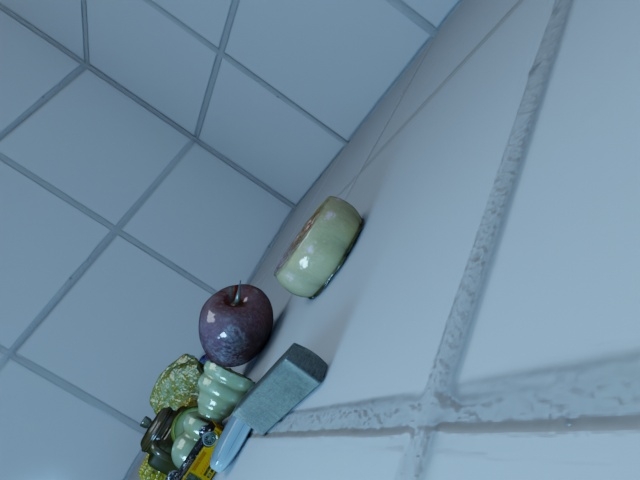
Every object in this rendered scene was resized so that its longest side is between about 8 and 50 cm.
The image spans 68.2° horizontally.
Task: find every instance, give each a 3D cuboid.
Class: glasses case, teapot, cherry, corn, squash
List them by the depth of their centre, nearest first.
[{"bbox_3d":[-0.071,0.251,0.791,0.205,0.070,0.047,-51,5,36],"label":"glasses case"},{"bbox_3d":[-0.162,0.370,0.943,0.179,0.045,0.067,-60,8,-22],"label":"glasses case"},{"bbox_3d":[-0.335,0.493,1.239,0.123,0.123,0.186,-60,10,-28],"label":"squash"},{"bbox_3d":[-0.243,0.241,1.370,0.236,0.212,0.286,-21,-48,-50],"label":"cherry"},{"bbox_3d":[-0.452,0.580,1.396,0.186,0.175,0.267,-60,8,-8],"label":"teapot"},{"bbox_3d":[-0.481,0.650,1.543,0.292,0.101,0.101,-59,8,-23],"label":"corn"}]

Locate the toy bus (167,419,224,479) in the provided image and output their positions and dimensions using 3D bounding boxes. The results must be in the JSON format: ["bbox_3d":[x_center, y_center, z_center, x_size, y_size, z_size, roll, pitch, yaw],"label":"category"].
[{"bbox_3d":[-0.253,0.469,0.995,0.162,0.074,0.069,-56,15,-18],"label":"toy bus"}]

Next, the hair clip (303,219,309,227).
[{"bbox_3d":[0.010,0.002,1.462,0.123,0.102,0.138,-51,42,45],"label":"hair clip"}]

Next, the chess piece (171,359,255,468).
[{"bbox_3d":[-0.264,0.422,1.120,0.244,0.133,0.133,-65,10,-16],"label":"chess piece"}]

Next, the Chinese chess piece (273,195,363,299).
[{"bbox_3d":[-0.005,0.017,1.198,0.270,0.112,0.270,-54,7,10],"label":"Chinese chess piece"}]

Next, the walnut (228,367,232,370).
[{"bbox_3d":[-0.265,0.417,1.353,0.091,0.052,0.121,-61,7,-23],"label":"walnut"}]

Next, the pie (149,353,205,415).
[{"bbox_3d":[-0.499,0.542,1.718,0.274,0.105,0.257,5,61,34],"label":"pie"}]

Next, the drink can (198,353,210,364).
[{"bbox_3d":[-0.469,0.546,1.916,0.097,0.097,0.235,-55,8,8],"label":"drink can"}]
